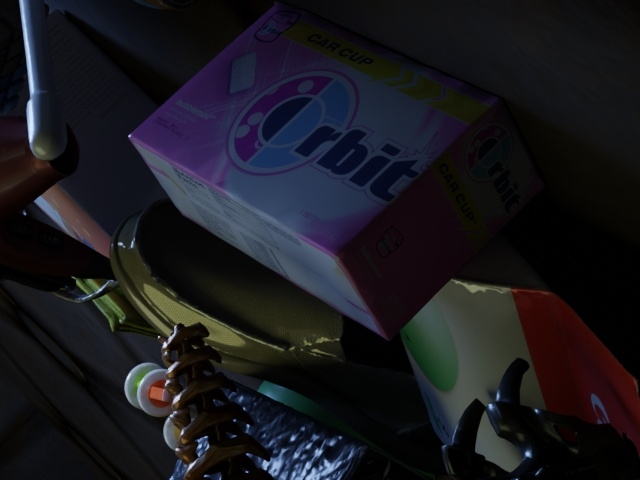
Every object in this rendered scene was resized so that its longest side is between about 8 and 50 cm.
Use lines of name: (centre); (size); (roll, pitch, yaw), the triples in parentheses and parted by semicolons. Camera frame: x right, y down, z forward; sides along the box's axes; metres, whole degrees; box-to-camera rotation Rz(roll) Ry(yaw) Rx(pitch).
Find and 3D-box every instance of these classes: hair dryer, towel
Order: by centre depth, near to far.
hair dryer: (-0.215, -0.018, 1.215); (0.293, 0.223, 0.080); (140, 121, -65)
towel: (-0.116, 0.056, 1.504); (0.102, 0.021, 0.237); (41, -170, 31)

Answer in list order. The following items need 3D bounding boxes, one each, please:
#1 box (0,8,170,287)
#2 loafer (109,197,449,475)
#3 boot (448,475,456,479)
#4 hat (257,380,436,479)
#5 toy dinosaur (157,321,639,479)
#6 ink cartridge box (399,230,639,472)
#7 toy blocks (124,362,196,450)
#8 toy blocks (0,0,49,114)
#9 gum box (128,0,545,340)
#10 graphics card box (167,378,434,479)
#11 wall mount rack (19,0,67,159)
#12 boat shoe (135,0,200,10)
box: (-0.157, -0.057, 1.371); (0.170, 0.091, 0.130); (44, 165, 8)
loafer: (-0.002, 0.039, 1.180); (0.268, 0.102, 0.092); (27, 135, 7)
boot: (0.100, 0.144, 1.303); (0.106, 0.037, 0.114); (36, 172, -17)
hat: (-0.038, 0.175, 1.477); (0.173, 0.183, 0.208); (30, 159, 48)
toy dinosaur: (0.044, 0.171, 0.848); (0.322, 0.218, 0.164); (60, 158, -14)
ink cartridge box: (0.097, 0.082, 0.945); (0.225, 0.056, 0.181); (-123, 10, -54)
toy blocks: (-0.141, 0.191, 2.074); (0.123, 0.054, 0.148); (51, 165, -20)
toy blocks: (-0.289, -0.163, 1.214); (0.261, 0.190, 0.381); (41, 140, 11)
gum box: (0.001, -0.040, 0.938); (0.188, 0.107, 0.062); (30, 158, 47)
graphics card box: (0.106, 0.217, 1.156); (0.371, 0.094, 0.233); (33, 173, -23)
wall mount rack: (-0.248, -0.094, 1.022); (0.304, 0.350, 0.130); (49, -150, 13)
boat shoe: (-0.083, -0.168, 0.909); (0.066, 0.066, 0.183); (34, 161, 35)
